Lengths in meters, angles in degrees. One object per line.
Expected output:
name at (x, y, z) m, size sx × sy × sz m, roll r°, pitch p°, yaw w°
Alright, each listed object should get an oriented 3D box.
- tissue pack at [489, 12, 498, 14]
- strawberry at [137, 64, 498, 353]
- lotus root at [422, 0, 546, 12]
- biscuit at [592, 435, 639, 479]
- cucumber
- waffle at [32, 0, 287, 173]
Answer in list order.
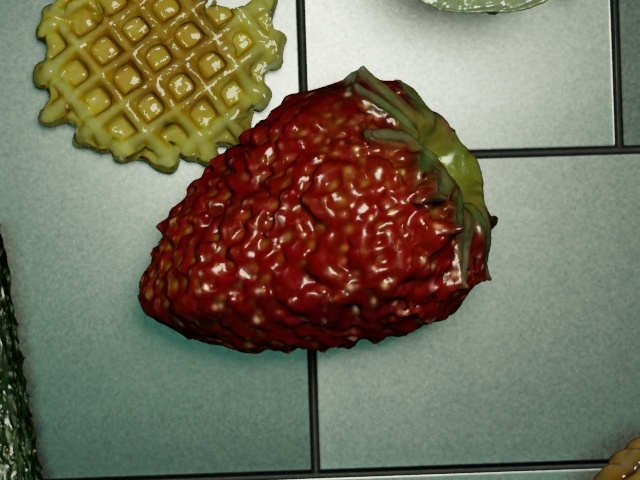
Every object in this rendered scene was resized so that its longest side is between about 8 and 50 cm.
tissue pack at (0.219, -0.311, 1.866) m, size 0.145 × 0.229 × 0.159 m, roll 37°, pitch 88°, yaw -1°
strawberry at (0.001, 0.002, 1.868) m, size 0.343 × 0.292 × 0.292 m, roll -31°, pitch 90°, yaw 22°
lotus root at (0.147, -0.304, 1.714) m, size 0.204 × 0.078 × 0.183 m, roll 3°, pitch 105°, yaw 9°
biscuit at (0.320, 0.263, 1.944) m, size 0.183 × 0.061 × 0.118 m, roll -46°, pitch 132°, yaw -2°
cucumber at (-0.341, 0.162, 1.916) m, size 0.096 × 0.096 × 0.359 m, roll -11°, pitch 92°, yaw -2°
waffle at (-0.168, -0.196, 1.942) m, size 0.261 × 0.056 × 0.250 m, roll 6°, pitch 89°, yaw -4°
